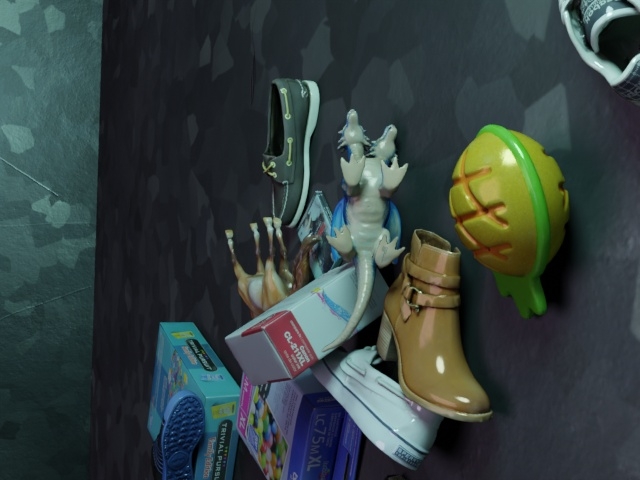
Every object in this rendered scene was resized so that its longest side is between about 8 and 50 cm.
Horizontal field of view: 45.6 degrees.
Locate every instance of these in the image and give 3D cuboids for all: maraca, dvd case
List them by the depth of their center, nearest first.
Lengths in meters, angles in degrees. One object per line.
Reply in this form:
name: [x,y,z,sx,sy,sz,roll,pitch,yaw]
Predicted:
maraca: [0.170,-0.015,0.686,0.127,0.099,0.185,-117,12,-60]
dvd case: [0.000,0.000,1.104,0.087,0.013,0.119,-62,36,41]

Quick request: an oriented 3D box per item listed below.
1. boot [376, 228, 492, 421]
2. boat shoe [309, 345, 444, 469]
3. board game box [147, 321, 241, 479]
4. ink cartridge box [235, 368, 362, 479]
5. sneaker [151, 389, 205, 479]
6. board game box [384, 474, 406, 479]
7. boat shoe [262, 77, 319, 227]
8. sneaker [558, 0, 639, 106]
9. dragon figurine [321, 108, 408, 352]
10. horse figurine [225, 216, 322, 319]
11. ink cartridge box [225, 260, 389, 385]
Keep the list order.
boot: [0.125,0.084,0.794,0.197,0.073,0.152,39,119,54]
boat shoe: [0.068,0.171,0.900,0.084,0.095,0.258,-55,31,1]
board game box: [-0.257,0.345,1.517,0.336,0.079,0.254,35,120,58]
ink cartridge box: [-0.042,0.275,1.124,0.311,0.065,0.186,35,120,57]
sneaker: [-0.262,0.355,1.349,0.090,0.081,0.232,36,121,50]
board game box: [0.083,0.423,0.903,0.136,0.030,0.259,48,130,51]
boat shoe: [-0.056,-0.132,1.159,0.081,0.069,0.228,27,113,61]
sneaker: [0.224,-0.197,0.589,0.090,0.095,0.235,120,143,-45]
dragon figurine: [0.053,-0.017,0.879,0.144,0.085,0.289,57,-144,-84]
horse figurine: [-0.079,0.055,1.171,0.263,0.066,0.174,-13,88,61]
ink cartridge box: [-0.011,0.099,0.937,0.072,0.175,0.127,60,150,-2]
